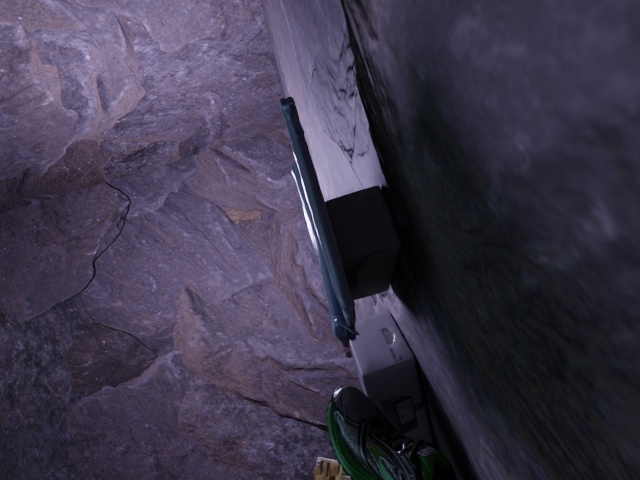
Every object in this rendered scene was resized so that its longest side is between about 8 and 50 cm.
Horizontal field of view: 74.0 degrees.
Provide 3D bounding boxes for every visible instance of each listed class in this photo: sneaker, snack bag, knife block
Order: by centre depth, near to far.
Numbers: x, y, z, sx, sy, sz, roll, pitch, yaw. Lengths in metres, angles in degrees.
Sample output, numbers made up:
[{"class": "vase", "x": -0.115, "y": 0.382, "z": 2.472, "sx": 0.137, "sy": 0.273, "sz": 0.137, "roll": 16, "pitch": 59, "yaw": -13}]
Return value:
[{"class": "snack bag", "x": 0.000, "y": 0.000, "z": 0.681, "sx": 0.342, "sy": 0.037, "sz": 0.322, "roll": 77, "pitch": 177, "yaw": -71}, {"class": "sneaker", "x": 0.143, "y": 0.371, "z": 0.722, "sx": 0.344, "sy": 0.134, "sz": 0.146, "roll": 40, "pitch": 122, "yaw": 38}, {"class": "knife block", "x": 0.149, "y": 0.567, "z": 0.955, "sx": 0.242, "sy": 0.276, "sz": 0.088, "roll": 28, "pitch": -121, "yaw": -30}]

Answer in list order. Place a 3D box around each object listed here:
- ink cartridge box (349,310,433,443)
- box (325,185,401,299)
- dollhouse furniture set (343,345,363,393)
[{"class": "ink cartridge box", "x": 0.153, "y": 0.330, "z": 0.957, "sx": 0.198, "sy": 0.115, "sz": 0.272, "roll": -112, "pitch": 5, "yaw": -68}, {"class": "box", "x": 0.072, "y": 0.020, "z": 0.757, "sx": 0.275, "sy": 0.094, "sz": 0.113, "roll": 75, "pitch": 178, "yaw": -68}, {"class": "dollhouse furniture set", "x": 0.135, "y": 0.309, "z": 1.104, "sx": 0.183, "sy": 0.129, "sz": 0.129, "roll": 75, "pitch": 177, "yaw": -56}]
